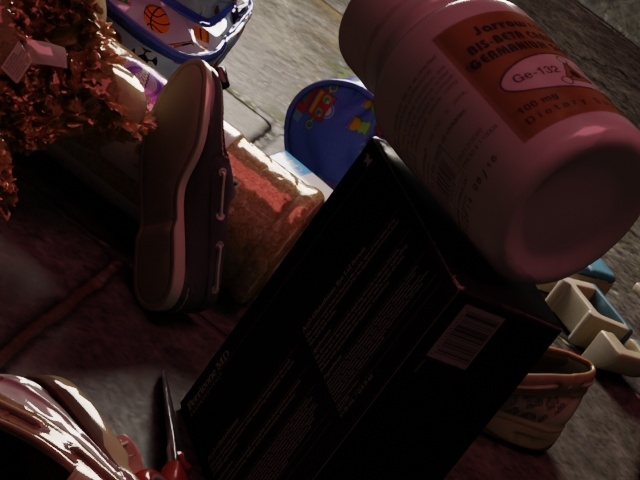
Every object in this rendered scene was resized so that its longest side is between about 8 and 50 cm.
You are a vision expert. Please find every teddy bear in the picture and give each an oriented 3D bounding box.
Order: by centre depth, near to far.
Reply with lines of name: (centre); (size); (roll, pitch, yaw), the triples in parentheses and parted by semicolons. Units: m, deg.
teddy bear: (-0.279, -0.128, 1.496); (0.338, 0.113, 0.245); (-32, 90, -45)

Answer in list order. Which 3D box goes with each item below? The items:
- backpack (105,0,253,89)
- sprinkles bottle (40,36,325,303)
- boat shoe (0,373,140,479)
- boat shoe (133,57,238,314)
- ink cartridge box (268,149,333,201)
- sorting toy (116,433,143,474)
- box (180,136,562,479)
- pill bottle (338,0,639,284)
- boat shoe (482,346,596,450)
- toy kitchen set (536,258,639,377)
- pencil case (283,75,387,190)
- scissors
backpack: (-0.185, -0.234, 1.833); (0.276, 0.213, 0.263); (37, 31, -7)
sprinkles bottle: (-0.168, -0.096, 1.661); (0.355, 0.121, 0.121); (37, 21, 2)
boat shoe: (-0.134, 0.187, 1.146); (0.103, 0.113, 0.302); (7, 25, -50)
boat shoe: (-0.102, -0.041, 1.577); (0.065, 0.206, 0.075); (14, -10, -42)
ink cartridge box: (0.000, 0.000, 1.799); (0.180, 0.060, 0.104); (40, 21, 10)
sorting toy: (-0.130, 0.169, 1.271); (0.075, 0.045, 0.083); (52, 4, 5)
box: (0.027, 0.090, 1.371); (0.103, 0.261, 0.184); (21, 26, -34)
pill bottle: (0.111, -0.089, 1.327); (0.131, 0.131, 0.229); (14, 30, -45)
boat shoe: (0.115, 0.100, 1.724); (0.285, 0.089, 0.104); (20, 26, -34)
toy kitchen set: (0.330, 0.033, 2.089); (0.122, 0.166, 0.207); (16, 29, -41)
pencil case: (0.076, -0.121, 2.086); (0.133, 0.119, 0.306); (19, 16, 21)
scissors: (-0.093, 0.171, 1.349); (0.109, 0.021, 0.297); (57, 4, -11)
